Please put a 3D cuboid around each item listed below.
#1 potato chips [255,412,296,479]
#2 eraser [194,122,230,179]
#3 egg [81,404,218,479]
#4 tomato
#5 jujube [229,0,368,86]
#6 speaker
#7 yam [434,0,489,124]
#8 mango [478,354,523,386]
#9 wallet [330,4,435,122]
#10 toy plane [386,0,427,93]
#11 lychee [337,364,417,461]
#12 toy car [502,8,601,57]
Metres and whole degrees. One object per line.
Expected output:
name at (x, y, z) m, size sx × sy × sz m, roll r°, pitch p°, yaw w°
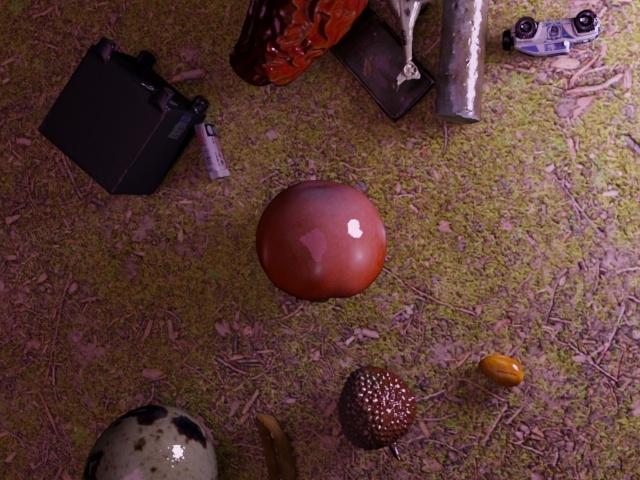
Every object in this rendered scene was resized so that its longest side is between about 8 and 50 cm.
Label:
potato chips at (-0.094, 0.580, 1.657) m, size 0.080 × 0.057 × 0.406 m, roll 4°, pitch 99°, yaw 32°
eraser at (-0.232, -0.192, 1.610) m, size 0.029 × 0.052 × 0.122 m, roll -16°, pitch 92°, yaw 22°
egg at (-0.369, 0.537, 1.627) m, size 0.288 × 0.287 × 0.379 m, roll 18°, pitch 117°, yaw 16°
tomato at (0.000, 0.000, 1.454) m, size 0.256 × 0.256 × 0.224 m, roll 7°, pitch 114°, yaw 18°
jujube at (-0.043, -0.442, 1.442) m, size 0.216 × 0.216 × 0.342 m, roll 46°, pitch 115°, yaw 8°
speaker at (-0.412, -0.261, 1.595) m, size 0.232 × 0.184 × 0.254 m, roll 40°, pitch 104°, yaw 10°
yam at (0.265, -0.350, 1.402) m, size 0.093 × 0.093 × 0.259 m, roll 6°, pitch 97°, yaw 18°
mango at (0.353, 0.254, 1.470) m, size 0.089 × 0.046 × 0.060 m, roll 12°, pitch 101°, yaw 21°
wallet at (0.117, -0.355, 1.484) m, size 0.122 × 0.031 × 0.232 m, roll -43°, pitch 80°, yaw 22°
toy plane at (0.158, -0.423, 1.407) m, size 0.108 × 0.092 × 0.286 m, roll -4°, pitch 85°, yaw -3°
lychee at (0.116, 0.346, 1.500) m, size 0.165 × 0.165 × 0.197 m, roll -29°, pitch 87°, yaw 20°
toy car at (0.415, -0.369, 1.353) m, size 0.171 × 0.080 × 0.070 m, roll -2°, pitch 96°, yaw 19°
